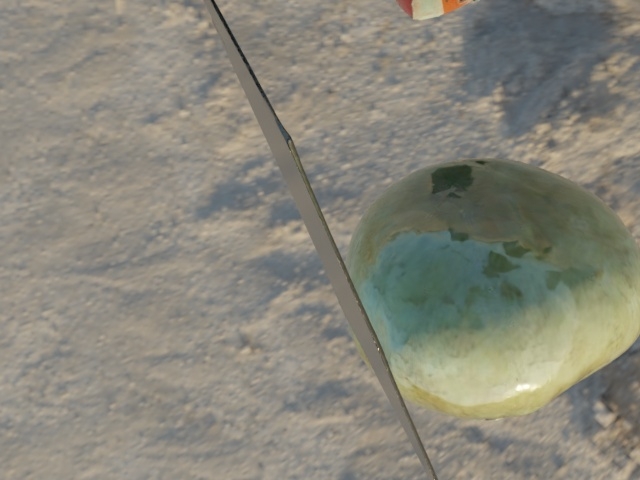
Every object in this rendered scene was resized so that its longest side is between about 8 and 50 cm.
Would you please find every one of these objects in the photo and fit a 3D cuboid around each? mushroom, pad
[{"bbox_3d":[0.192,0.056,1.569,0.352,0.352,0.260,13,127,25],"label":"mushroom"},{"bbox_3d":[0.000,0.000,0.580,0.004,0.243,0.163,-26,44,-2],"label":"pad"}]

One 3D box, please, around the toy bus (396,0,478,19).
[{"bbox_3d":[0.135,-0.381,1.785,0.120,0.265,0.121,-30,66,-6],"label":"toy bus"}]
